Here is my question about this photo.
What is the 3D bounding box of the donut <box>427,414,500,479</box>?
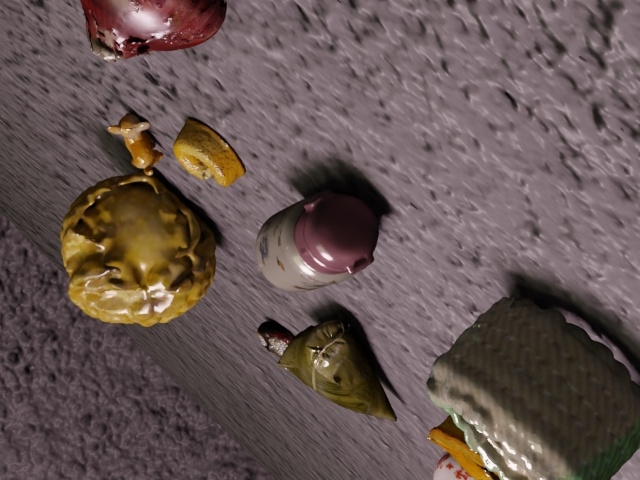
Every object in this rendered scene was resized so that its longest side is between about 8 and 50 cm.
[{"bbox_3d":[0.238,0.285,2.007,0.190,0.074,0.174,45,164,-22],"label":"donut"}]

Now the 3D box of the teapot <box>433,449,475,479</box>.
[{"bbox_3d":[0.246,0.379,2.205,0.245,0.116,0.159,27,147,31],"label":"teapot"}]

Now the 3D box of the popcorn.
[{"bbox_3d":[-0.287,0.019,2.329,0.250,0.250,0.190,40,174,11],"label":"popcorn"}]

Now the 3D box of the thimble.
[{"bbox_3d":[0.224,0.171,1.574,0.219,0.150,0.219,44,168,11],"label":"thimble"}]

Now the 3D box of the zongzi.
[{"bbox_3d":[0.053,0.200,2.209,0.204,0.094,0.205,40,165,-3],"label":"zongzi"}]

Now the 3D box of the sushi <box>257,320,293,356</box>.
[{"bbox_3d":[-0.071,0.159,2.527,0.083,0.044,0.046,23,133,47],"label":"sushi"}]

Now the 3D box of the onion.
[{"bbox_3d":[-0.186,-0.249,1.513,0.184,0.147,0.184,34,176,2],"label":"onion"}]

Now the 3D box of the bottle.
[{"bbox_3d":[0.000,0.000,1.770,0.110,0.110,0.233,45,165,-6],"label":"bottle"}]

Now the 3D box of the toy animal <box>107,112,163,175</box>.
[{"bbox_3d":[-0.264,-0.141,2.163,0.083,0.061,0.081,65,-167,-56],"label":"toy animal"}]

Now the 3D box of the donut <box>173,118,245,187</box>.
[{"bbox_3d":[-0.151,-0.112,1.985,0.108,0.043,0.097,12,147,54],"label":"donut"}]
